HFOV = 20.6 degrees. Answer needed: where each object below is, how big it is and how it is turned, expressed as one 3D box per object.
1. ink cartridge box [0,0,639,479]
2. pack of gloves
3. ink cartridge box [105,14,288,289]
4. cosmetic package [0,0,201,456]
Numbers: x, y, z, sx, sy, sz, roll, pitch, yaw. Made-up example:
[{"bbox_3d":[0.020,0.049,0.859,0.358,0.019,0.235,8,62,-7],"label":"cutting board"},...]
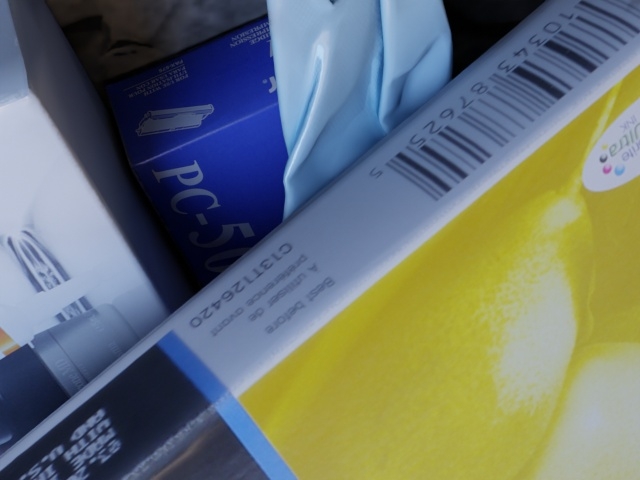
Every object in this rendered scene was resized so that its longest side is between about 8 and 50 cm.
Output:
[{"bbox_3d":[0.059,0.114,0.620,0.303,0.072,0.307,-41,123,-9],"label":"ink cartridge box"},{"bbox_3d":[0.052,-0.059,0.614,0.195,0.046,0.232,-18,130,-29],"label":"pack of gloves"},{"bbox_3d":[0.000,0.000,0.689,0.097,0.046,0.207,-24,140,2],"label":"ink cartridge box"},{"bbox_3d":[-0.172,0.086,0.675,0.284,0.097,0.377,-21,141,4],"label":"cosmetic package"}]
